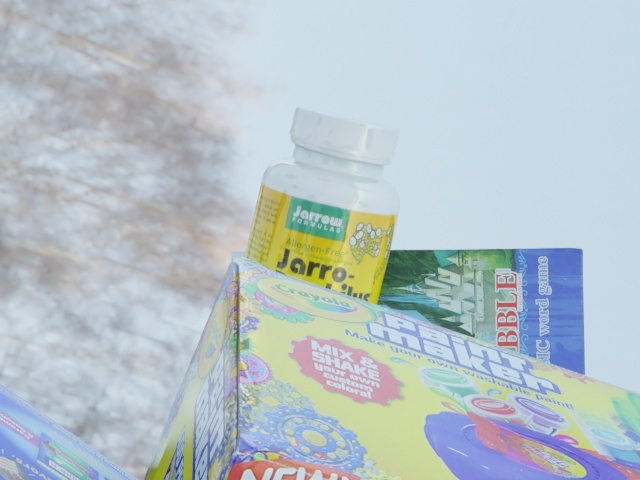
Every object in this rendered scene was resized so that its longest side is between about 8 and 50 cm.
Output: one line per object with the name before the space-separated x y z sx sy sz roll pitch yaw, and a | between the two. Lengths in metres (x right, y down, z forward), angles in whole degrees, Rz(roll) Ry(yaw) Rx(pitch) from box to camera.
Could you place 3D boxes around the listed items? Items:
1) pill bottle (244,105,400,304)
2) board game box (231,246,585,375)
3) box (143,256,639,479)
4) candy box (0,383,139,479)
pill bottle | 0.000 0.000 1.290 0.117 0.117 0.208 24 -77 53
board game box | 0.078 0.166 1.410 0.066 0.318 0.319 55 34 -83
box | 0.049 0.201 0.697 0.177 0.290 0.279 -97 -153 -67
candy box | -0.173 0.230 0.991 0.122 0.268 0.317 -50 -163 4
